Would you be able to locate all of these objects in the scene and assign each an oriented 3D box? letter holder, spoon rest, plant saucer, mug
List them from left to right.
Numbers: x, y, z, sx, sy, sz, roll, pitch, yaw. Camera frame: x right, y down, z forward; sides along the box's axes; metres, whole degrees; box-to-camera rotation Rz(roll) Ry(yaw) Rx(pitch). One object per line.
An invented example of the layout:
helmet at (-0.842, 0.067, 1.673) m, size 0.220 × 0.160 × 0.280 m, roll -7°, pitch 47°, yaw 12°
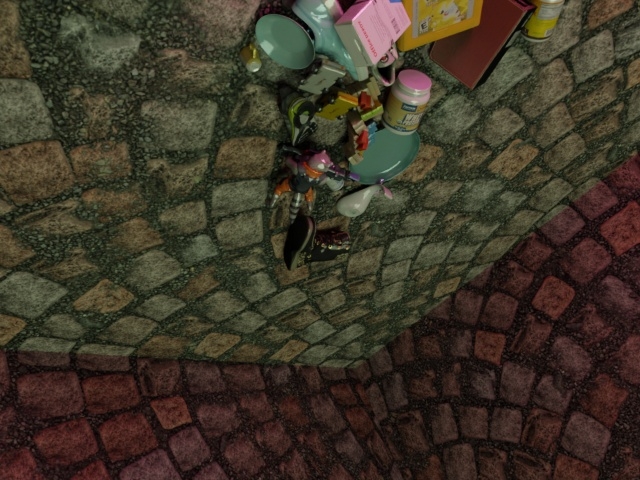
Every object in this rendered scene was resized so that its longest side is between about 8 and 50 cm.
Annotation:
mug at (-0.211, -0.549, 1.666) m, size 0.062 × 0.064 × 0.078 m, roll -27°, pitch 147°, yaw 5°
plant saucer at (-0.098, -0.595, 1.626) m, size 0.194 × 0.038 × 0.195 m, roll 22°, pitch 156°, yaw 10°
spoon rest at (0.189, -0.176, 2.409) m, size 0.276 × 0.084 × 0.137 m, roll -21°, pitch 143°, yaw 37°
plant saucer at (0.256, -0.357, 2.256) m, size 0.317 × 0.044 × 0.318 m, roll -17°, pitch 145°, yaw -12°
letter holder at (0.541, -0.710, 1.876) m, size 0.152 × 0.214 × 0.302 m, roll -37°, pitch 163°, yaw -49°

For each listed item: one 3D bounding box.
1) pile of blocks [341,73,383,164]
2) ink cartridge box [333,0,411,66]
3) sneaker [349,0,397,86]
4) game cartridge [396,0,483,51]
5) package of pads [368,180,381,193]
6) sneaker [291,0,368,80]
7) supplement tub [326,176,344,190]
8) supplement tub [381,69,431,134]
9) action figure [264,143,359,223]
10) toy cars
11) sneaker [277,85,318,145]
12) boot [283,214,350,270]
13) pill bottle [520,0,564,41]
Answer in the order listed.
pile of blocks at (0.168, -0.414, 2.010) m, size 0.148 × 0.113 × 0.362 m, roll -10°, pitch 137°, yaw -12°
ink cartridge box at (0.151, -0.625, 1.591) m, size 0.203 × 0.085 × 0.148 m, roll -51°, pitch 127°, yaw -20°
sneaker at (0.188, -0.631, 1.741) m, size 0.122 × 0.146 × 0.331 m, roll -26°, pitch 146°, yaw 4°
game cartridge at (0.362, -0.743, 1.640) m, size 0.285 × 0.053 × 0.324 m, roll -21°, pitch 151°, yaw -4°
package of pads at (0.239, -0.238, 2.420) m, size 0.050 × 0.032 × 0.083 m, roll -11°, pitch 145°, yaw -24°
sneaker at (0.027, -0.616, 1.687) m, size 0.150 × 0.135 × 0.366 m, roll -23°, pitch 140°, yaw 14°
supplement tub at (0.046, -0.256, 2.235) m, size 0.071 × 0.071 × 0.107 m, roll -32°, pitch 147°, yaw 10°
supplement tub at (0.312, -0.500, 1.998) m, size 0.144 × 0.144 × 0.200 m, roll -11°, pitch 144°, yaw -21°
action figure at (-0.025, -0.212, 2.095) m, size 0.340 × 0.179 × 0.330 m, roll 15°, pitch 144°, yaw -15°
toy cars at (0.030, -0.504, 1.798) m, size 0.176 × 0.087 × 0.393 m, roll 5°, pitch 170°, yaw 15°
sneaker at (-0.082, -0.428, 1.887) m, size 0.111 × 0.121 × 0.300 m, roll -34°, pitch 168°, yaw -12°
boot at (0.000, 0.000, 2.500) m, size 0.283 × 0.138 × 0.378 m, roll -8°, pitch 147°, yaw -22°
pill bottle at (0.768, -0.804, 1.893) m, size 0.117 × 0.117 × 0.215 m, roll -17°, pitch 146°, yaw -11°
